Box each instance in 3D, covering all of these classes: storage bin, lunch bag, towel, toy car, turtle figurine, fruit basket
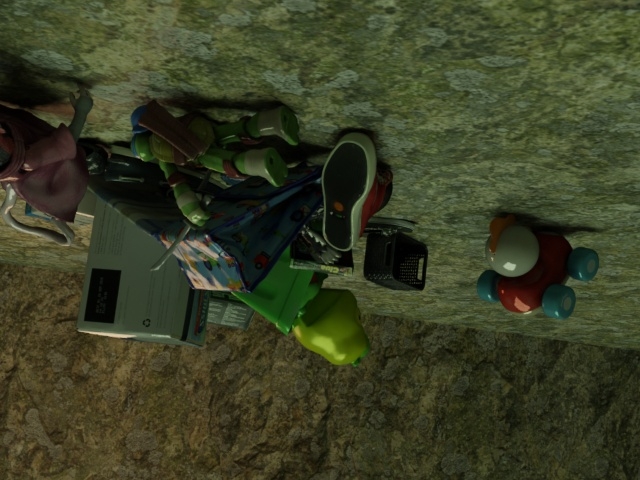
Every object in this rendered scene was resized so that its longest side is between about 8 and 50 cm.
[{"bbox_3d":[0.190,0.054,2.273,0.084,0.122,0.180,-1,166,33],"label":"storage bin"},{"bbox_3d":[-0.114,-0.046,1.642,0.221,0.293,0.138,-1,126,56],"label":"lunch bag"},{"bbox_3d":[-0.138,-0.125,1.822,0.120,0.029,0.067,7,170,8],"label":"towel"},{"bbox_3d":[-0.335,-0.072,1.820,0.285,0.034,0.209,33,-160,37],"label":"towel"},{"bbox_3d":[0.435,0.023,1.945,0.219,0.210,0.238,14,149,48],"label":"toy car"},{"bbox_3d":[-0.161,-0.116,1.482,0.266,0.274,0.198,-3,-161,27],"label":"turtle figurine"},{"bbox_3d":[-0.017,0.127,2.210,0.392,0.282,0.392,23,-179,0],"label":"fruit basket"}]

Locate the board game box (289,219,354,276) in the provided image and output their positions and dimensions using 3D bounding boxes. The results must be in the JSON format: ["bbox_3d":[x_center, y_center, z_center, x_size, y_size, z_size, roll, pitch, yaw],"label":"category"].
[{"bbox_3d":[0.000,0.000,1.991,0.136,0.030,0.259,7,-154,-4],"label":"board game box"}]

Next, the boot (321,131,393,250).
[{"bbox_3d":[0.081,-0.120,1.602,0.088,0.176,0.244,27,138,18],"label":"boot"}]

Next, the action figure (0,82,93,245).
[{"bbox_3d":[-0.507,-0.138,1.437,0.248,0.275,0.370,14,-178,-3],"label":"action figure"}]

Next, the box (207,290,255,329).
[{"bbox_3d":[-0.384,0.080,2.389,0.395,0.097,0.318,13,-150,-21],"label":"box"}]

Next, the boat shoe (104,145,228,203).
[{"bbox_3d":[-0.303,-0.117,1.794,0.255,0.079,0.095,17,178,-35],"label":"boat shoe"}]

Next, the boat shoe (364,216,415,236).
[{"bbox_3d":[0.147,-0.028,2.097,0.142,0.040,0.049,7,169,3],"label":"boat shoe"}]

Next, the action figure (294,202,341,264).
[{"bbox_3d":[0.014,-0.051,1.785,0.141,0.164,0.276,38,171,-7],"label":"action figure"}]

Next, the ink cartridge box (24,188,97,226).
[{"bbox_3d":[-0.595,-0.091,2.145,0.140,0.082,0.191,15,167,-36],"label":"ink cartridge box"}]

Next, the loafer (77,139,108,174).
[{"bbox_3d":[-0.526,-0.166,1.761,0.223,0.076,0.078,1,163,8],"label":"loafer"}]

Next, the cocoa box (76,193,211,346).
[{"bbox_3d":[-0.382,0.057,2.068,0.232,0.347,0.228,4,169,13],"label":"cocoa box"}]
